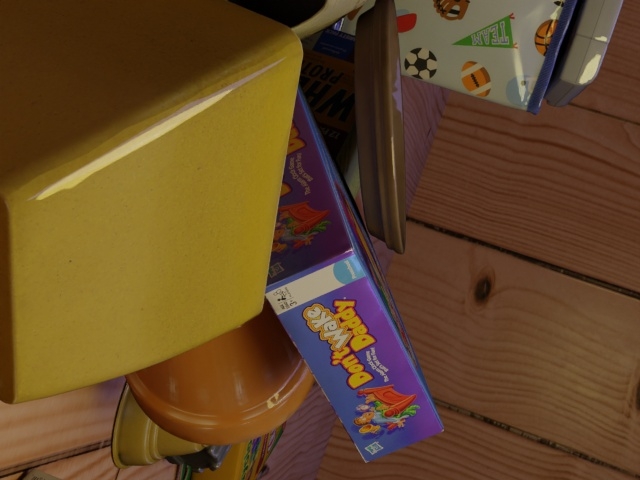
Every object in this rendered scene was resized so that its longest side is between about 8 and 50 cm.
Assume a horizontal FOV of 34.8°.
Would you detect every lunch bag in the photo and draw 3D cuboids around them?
[{"bbox_3d":[0.221,-0.413,1.453,0.239,0.328,0.385,-55,161,-74],"label":"lunch bag"}]

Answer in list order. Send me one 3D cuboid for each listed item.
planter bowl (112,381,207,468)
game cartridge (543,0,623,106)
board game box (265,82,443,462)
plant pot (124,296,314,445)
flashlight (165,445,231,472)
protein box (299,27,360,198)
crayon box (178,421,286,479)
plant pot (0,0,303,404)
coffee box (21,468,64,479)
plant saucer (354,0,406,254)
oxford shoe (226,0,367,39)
[{"bbox_3d":[-0.159,0.187,1.229,0.217,0.090,0.217,18,90,-79],"label":"planter bowl"},{"bbox_3d":[0.395,-0.347,1.463,0.196,0.060,0.294,32,75,-83],"label":"game cartridge"},{"bbox_3d":[0.000,0.000,0.962,0.347,0.078,0.233,-108,172,-52],"label":"board game box"},{"bbox_3d":[-0.104,0.073,0.993,0.188,0.205,0.205,89,22,-62],"label":"plant pot"},{"bbox_3d":[-0.108,0.180,1.431,0.103,0.103,0.304,98,14,-48],"label":"flashlight"},{"bbox_3d":[-0.013,-0.129,1.287,0.199,0.136,0.201,95,17,-54],"label":"protein box"},{"bbox_3d":[-0.128,0.303,1.605,0.318,0.081,0.202,-54,160,-56],"label":"crayon box"},{"bbox_3d":[-0.161,-0.033,0.591,0.187,0.212,0.212,-40,149,-46],"label":"plant pot"},{"bbox_3d":[-0.277,0.333,0.868,0.246,0.098,0.141,-53,159,-58],"label":"coffee box"},{"bbox_3d":[0.067,-0.123,1.096,0.278,0.041,0.277,-3,90,-83],"label":"plant saucer"},{"bbox_3d":[0.051,-0.295,0.939,0.397,0.140,0.146,-38,-174,39],"label":"oxford shoe"}]
